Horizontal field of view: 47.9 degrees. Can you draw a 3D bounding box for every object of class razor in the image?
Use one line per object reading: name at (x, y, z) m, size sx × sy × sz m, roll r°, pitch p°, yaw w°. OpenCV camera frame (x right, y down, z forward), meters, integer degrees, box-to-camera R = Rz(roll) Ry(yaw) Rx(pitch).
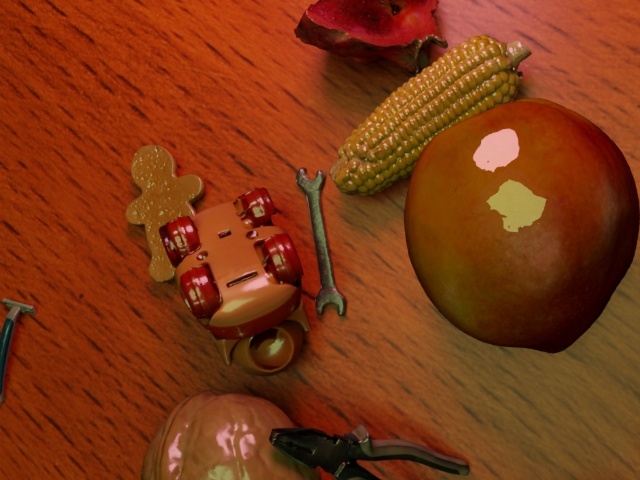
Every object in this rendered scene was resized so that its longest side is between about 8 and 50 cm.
razor at (-0.581, 0.207, 1.330) m, size 0.068 × 0.037 × 0.191 m, roll 13°, pitch 89°, yaw 16°

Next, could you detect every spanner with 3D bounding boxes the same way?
spanner at (0.073, 0.316, 1.021) m, size 0.324 × 0.040 × 0.096 m, roll 22°, pitch 90°, yaw -24°
spanner at (0.000, 0.000, 1.180) m, size 0.054 × 0.015 × 0.255 m, roll -12°, pitch 82°, yaw 16°

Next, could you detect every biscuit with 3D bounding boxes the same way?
biscuit at (-0.263, -0.054, 1.255) m, size 0.158 × 0.035 × 0.240 m, roll -21°, pitch 80°, yaw 12°

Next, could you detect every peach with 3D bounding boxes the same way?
peach at (0.263, -0.014, 0.959) m, size 0.307 × 0.308 × 0.333 m, roll -14°, pitch 84°, yaw 15°

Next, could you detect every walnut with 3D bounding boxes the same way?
walnut at (-0.131, 0.372, 1.062) m, size 0.251 × 0.277 × 0.313 m, roll -13°, pitch 72°, yaw -22°

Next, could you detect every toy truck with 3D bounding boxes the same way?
toy truck at (-0.120, 0.076, 1.137) m, size 0.189 × 0.239 × 0.265 m, roll -22°, pitch 47°, yaw -8°

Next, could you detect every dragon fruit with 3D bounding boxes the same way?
dragon fruit at (0.090, -0.333, 1.119) m, size 0.211 × 0.134 × 0.262 m, roll 39°, pitch 61°, yaw 2°

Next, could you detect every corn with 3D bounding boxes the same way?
corn at (0.162, -0.186, 1.088) m, size 0.346 × 0.130 × 0.130 m, roll -36°, pitch 76°, yaw 12°
